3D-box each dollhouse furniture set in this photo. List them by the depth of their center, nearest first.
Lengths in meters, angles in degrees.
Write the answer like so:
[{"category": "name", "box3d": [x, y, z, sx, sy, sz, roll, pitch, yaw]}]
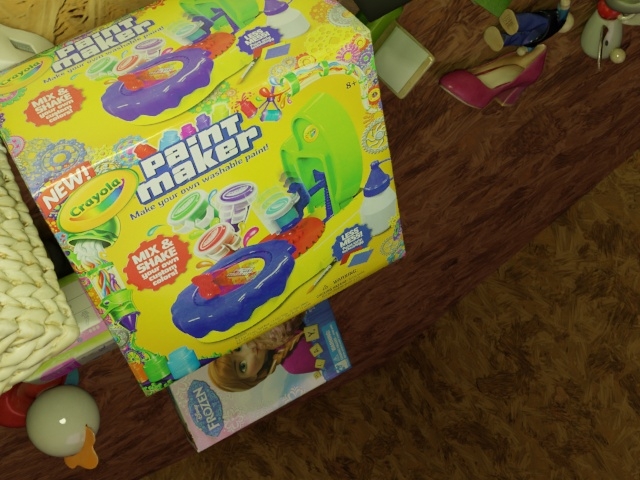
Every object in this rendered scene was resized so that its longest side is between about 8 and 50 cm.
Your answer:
[{"category": "dollhouse furniture set", "box3d": [0.039, -0.252, 0.913, 0.197, 0.151, 0.302, -50, 158, 19]}]

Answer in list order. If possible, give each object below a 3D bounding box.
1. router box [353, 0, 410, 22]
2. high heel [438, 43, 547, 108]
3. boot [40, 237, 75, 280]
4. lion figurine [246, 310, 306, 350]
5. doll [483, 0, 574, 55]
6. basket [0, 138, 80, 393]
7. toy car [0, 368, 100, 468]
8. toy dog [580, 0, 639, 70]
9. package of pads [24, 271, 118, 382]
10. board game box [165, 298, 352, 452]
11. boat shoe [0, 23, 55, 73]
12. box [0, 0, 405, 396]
[{"category": "router box", "box3d": [0.071, -0.330, 0.681, 0.243, 0.081, 0.309, -24, 147, 18]}, {"category": "high heel", "box3d": [0.285, -0.277, 1.491, 0.244, 0.082, 0.117, -2, 131, -47]}, {"category": "boot", "box3d": [-0.292, 0.009, 1.253, 0.209, 0.076, 0.190, -19, 174, -19]}, {"category": "lion figurine", "box3d": [0.000, 0.000, 1.463, 0.392, 0.240, 0.142, -26, 162, -21]}, {"category": "doll", "box3d": [0.345, -0.341, 1.452, 0.189, 0.046, 0.129, -16, 158, -42]}, {"category": "basket", "box3d": [-0.438, 0.047, 0.772, 0.331, 0.266, 0.328, -37, 162, 10]}, {"category": "toy car", "box3d": [-0.432, 0.273, 1.455, 0.219, 0.238, 0.210, -10, 149, -51]}, {"category": "toy dog", "box3d": [0.522, -0.372, 1.478, 0.220, 0.161, 0.334, -36, 163, 13]}, {"category": "package of pads", "box3d": [-0.278, 0.087, 1.228, 0.297, 0.101, 0.229, -27, 176, -15]}, {"category": "board game box", "box3d": [-0.135, 0.151, 1.576, 0.318, 0.318, 0.066, -27, -159, -19]}, {"category": "boat shoe", "box3d": [-0.296, -0.159, 0.801, 0.063, 0.066, 0.184, -38, 172, 16]}, {"category": "box", "box3d": [-0.102, -0.059, 0.836, 0.290, 0.177, 0.279, -29, 139, -12]}]
